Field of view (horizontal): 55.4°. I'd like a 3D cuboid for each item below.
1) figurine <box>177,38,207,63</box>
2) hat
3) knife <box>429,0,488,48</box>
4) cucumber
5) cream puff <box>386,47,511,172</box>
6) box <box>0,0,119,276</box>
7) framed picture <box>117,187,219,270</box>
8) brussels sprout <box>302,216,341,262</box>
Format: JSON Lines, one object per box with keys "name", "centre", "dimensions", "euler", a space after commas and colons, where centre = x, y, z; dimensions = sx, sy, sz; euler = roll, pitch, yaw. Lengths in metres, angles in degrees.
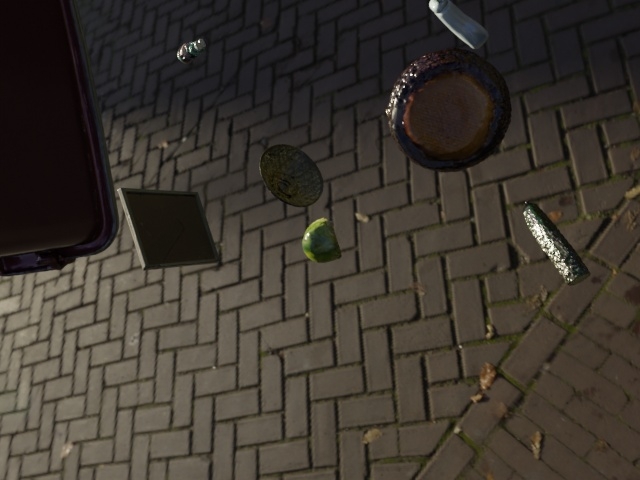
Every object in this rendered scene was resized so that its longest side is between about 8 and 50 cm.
{"name": "figurine", "centre": [-0.337, -0.504, 1.606], "dimensions": [0.106, 0.047, 0.060], "euler": [-5, 54, 49]}
{"name": "hat", "centre": [-0.072, -0.117, 1.242], "dimensions": [0.067, 0.146, 0.146], "euler": [-41, 44, 48]}
{"name": "knife", "centre": [0.201, -0.455, 1.123], "dimensions": [0.044, 0.331, 0.080], "euler": [-47, 38, 22]}
{"name": "cucumber", "centre": [0.622, -0.005, 1.649], "dimensions": [0.068, 0.067, 0.293], "euler": [-33, 51, 14]}
{"name": "cream puff", "centre": [0.249, -0.251, 1.187], "dimensions": [0.239, 0.239, 0.165], "euler": [-28, 16, 17]}
{"name": "box", "centre": [-0.297, -0.105, 0.473], "dimensions": [0.194, 0.167, 0.293], "euler": [-8, 96, 12]}
{"name": "framed picture", "centre": [-0.382, -0.032, 1.578], "dimensions": [0.020, 0.289, 0.211], "euler": [-24, 81, 25]}
{"name": "brussels sprout", "centre": [-0.003, 0.004, 2.048], "dimensions": [0.122, 0.149, 0.151], "euler": [-15, 97, -7]}
